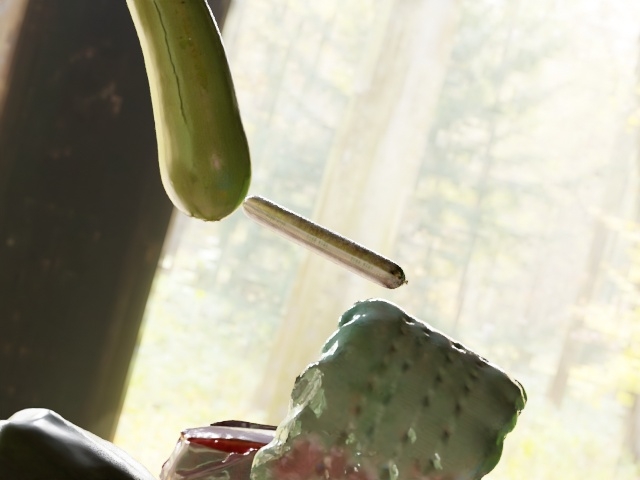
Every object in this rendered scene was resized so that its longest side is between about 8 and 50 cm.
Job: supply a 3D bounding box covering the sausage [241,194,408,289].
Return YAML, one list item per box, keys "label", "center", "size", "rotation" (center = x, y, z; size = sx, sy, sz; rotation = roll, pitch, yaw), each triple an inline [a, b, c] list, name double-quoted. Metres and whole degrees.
- label: "sausage"
  center: [0.000, 0.000, 1.806]
  size: [0.269, 0.033, 0.033]
  rotation: [27, 7, 39]

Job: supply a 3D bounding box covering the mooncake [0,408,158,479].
- label: "mooncake"
  center: [-0.305, 0.331, 1.518]
  size: [0.194, 0.356, 0.356]
  rotation: [30, 1, 8]

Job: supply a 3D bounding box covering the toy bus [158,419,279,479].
- label: "toy bus"
  center: [-0.033, 0.288, 1.796]
  size: [0.303, 0.147, 0.127]
  rotation: [7, 5, 7]

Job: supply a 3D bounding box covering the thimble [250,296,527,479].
- label: "thimble"
  center: [0.038, 0.160, 1.145]
  size: [0.149, 0.211, 0.185]
  rotation: [30, -26, 6]

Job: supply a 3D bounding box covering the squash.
- label: "squash"
  center: [-0.118, -0.138, 1.427]
  size: [0.083, 0.250, 0.083]
  rotation: [-14, 1, 0]
